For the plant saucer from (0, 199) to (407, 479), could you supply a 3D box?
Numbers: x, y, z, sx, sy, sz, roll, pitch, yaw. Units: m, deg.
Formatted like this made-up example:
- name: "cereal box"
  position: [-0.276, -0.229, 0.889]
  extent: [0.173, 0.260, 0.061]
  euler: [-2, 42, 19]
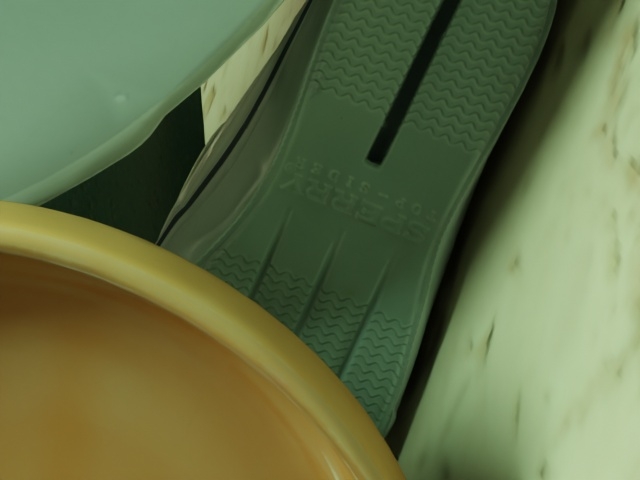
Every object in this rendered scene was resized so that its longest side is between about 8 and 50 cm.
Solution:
- name: "plant saucer"
  position: [-0.069, 0.074, 0.384]
  extent: [0.037, 0.200, 0.200]
  euler: [-67, 2, -59]

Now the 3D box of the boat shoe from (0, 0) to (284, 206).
- name: "boat shoe"
  position: [-0.030, -0.138, 0.397]
  extent: [0.367, 0.136, 0.156]
  euler: [-41, 12, 13]

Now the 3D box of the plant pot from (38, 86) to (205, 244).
- name: "plant pot"
  position: [-0.170, -0.017, 0.627]
  extent: [0.247, 0.252, 0.247]
  euler: [-9, 83, 29]

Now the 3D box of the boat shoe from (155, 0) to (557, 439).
- name: "boat shoe"
  position: [0.000, 0.000, 0.454]
  extent: [0.226, 0.083, 0.076]
  euler: [-57, 9, 17]
